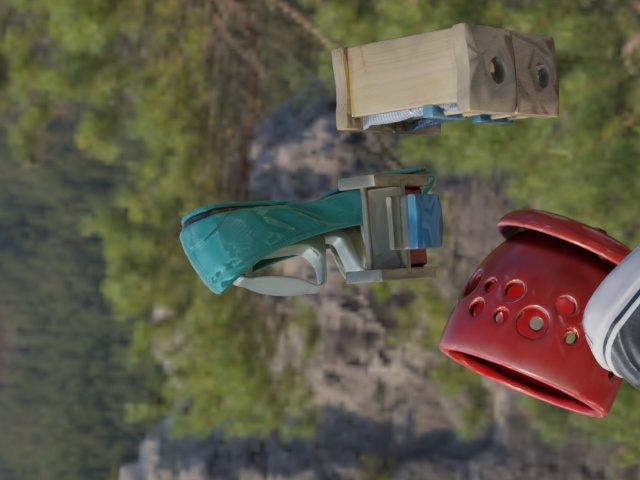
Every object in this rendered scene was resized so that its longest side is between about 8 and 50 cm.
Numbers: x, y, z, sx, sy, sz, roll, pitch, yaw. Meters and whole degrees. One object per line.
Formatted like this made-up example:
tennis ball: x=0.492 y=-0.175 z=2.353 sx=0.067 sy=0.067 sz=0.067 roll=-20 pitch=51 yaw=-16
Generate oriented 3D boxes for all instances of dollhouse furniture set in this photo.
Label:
dollhouse furniture set: x=0.103 y=-0.063 z=1.150 sx=0.129 sy=0.129 sz=0.184 roll=-5 pitch=88 yaw=41

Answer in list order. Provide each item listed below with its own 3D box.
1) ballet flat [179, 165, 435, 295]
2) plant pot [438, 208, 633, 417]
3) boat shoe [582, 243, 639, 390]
ballet flat: x=0.000 y=0.000 z=1.234 sx=0.083 sy=0.247 sz=0.087 roll=-36 pitch=70 yaw=57
plant pot: x=0.243 y=0.073 z=1.538 sx=0.174 sy=0.191 sz=0.191 roll=-64 pitch=9 yaw=-8
boat shoe: x=0.340 y=-0.011 z=1.055 sx=0.335 sy=0.121 sz=0.119 roll=-51 pitch=43 yaw=8
